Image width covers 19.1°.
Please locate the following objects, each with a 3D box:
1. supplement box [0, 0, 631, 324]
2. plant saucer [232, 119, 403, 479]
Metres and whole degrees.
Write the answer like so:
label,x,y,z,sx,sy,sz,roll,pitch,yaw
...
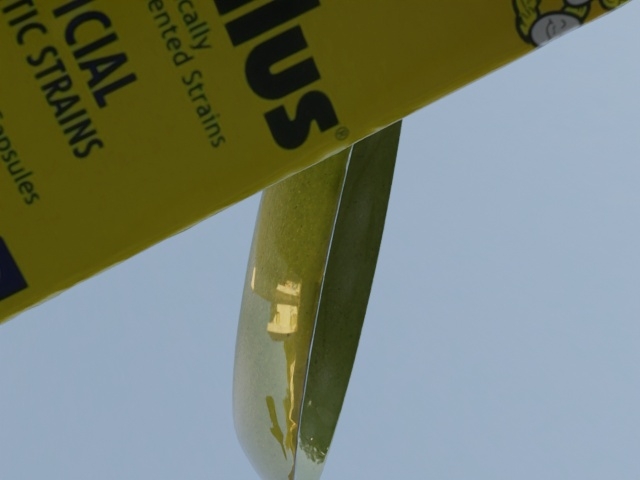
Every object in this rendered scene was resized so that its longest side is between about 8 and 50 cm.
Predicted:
label,x,y,z,sx,sy,sz,roll,pitch,yaw
supplement box,-0.050,-0.143,0.670,0.356,0.195,0.194,-28,-60,-6
plant saucer,0.000,0.000,0.841,0.037,0.241,0.241,12,-84,7
